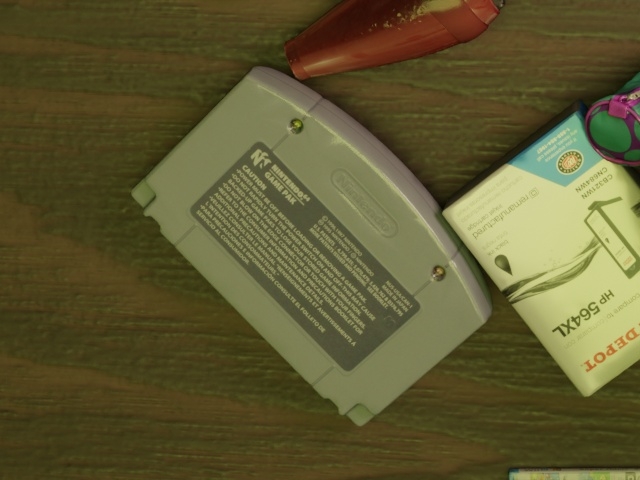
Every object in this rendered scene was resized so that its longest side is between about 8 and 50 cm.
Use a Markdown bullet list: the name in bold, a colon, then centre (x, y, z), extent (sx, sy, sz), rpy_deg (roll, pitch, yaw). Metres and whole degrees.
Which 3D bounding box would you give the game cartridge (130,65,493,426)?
- **game cartridge**: centre (0.000, 0.000, 1.637), extent (0.294, 0.060, 0.196), rpy_deg (46, 119, -3)

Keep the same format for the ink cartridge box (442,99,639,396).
- **ink cartridge box**: centre (0.223, 0.007, 1.613), extent (0.148, 0.086, 0.203), rpy_deg (-38, 93, 12)

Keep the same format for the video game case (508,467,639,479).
- **video game case**: centre (0.253, 0.261, 1.694), extent (0.166, 0.015, 0.119), rpy_deg (-1, 101, 7)

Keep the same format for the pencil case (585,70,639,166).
- **pencil case**: centre (0.286, -0.122, 1.553), extent (0.064, 0.151, 0.070), rpy_deg (35, 146, 24)

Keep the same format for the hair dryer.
- **hair dryer**: centre (0.064, -0.258, 1.604), extent (0.223, 0.080, 0.293), rpy_deg (32, 98, 17)
